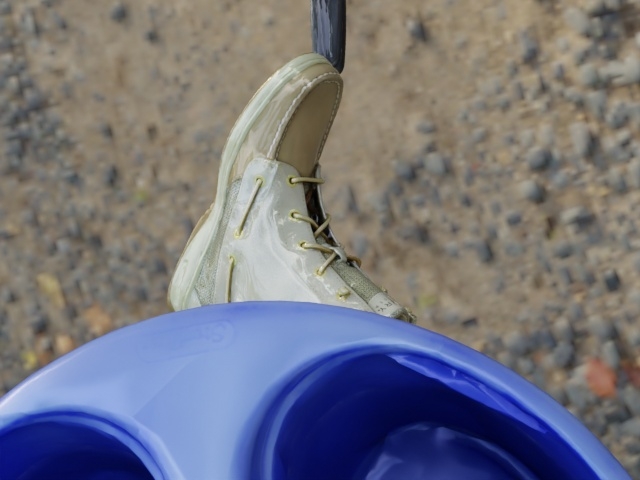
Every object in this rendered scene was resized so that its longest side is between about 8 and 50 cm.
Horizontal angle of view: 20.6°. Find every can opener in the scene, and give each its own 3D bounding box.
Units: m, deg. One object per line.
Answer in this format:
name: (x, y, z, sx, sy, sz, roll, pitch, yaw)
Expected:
can opener: (0.003, -0.227, 1.464, 0.073, 0.059, 0.186, -8, 84, 15)

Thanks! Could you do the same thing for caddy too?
caddy: (0.000, 0.189, 0.497, 0.179, 0.241, 0.341, 54, -156, -80)

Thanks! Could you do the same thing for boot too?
boot: (0.000, 0.000, 1.169, 0.165, 0.077, 0.213, 36, 111, 31)
